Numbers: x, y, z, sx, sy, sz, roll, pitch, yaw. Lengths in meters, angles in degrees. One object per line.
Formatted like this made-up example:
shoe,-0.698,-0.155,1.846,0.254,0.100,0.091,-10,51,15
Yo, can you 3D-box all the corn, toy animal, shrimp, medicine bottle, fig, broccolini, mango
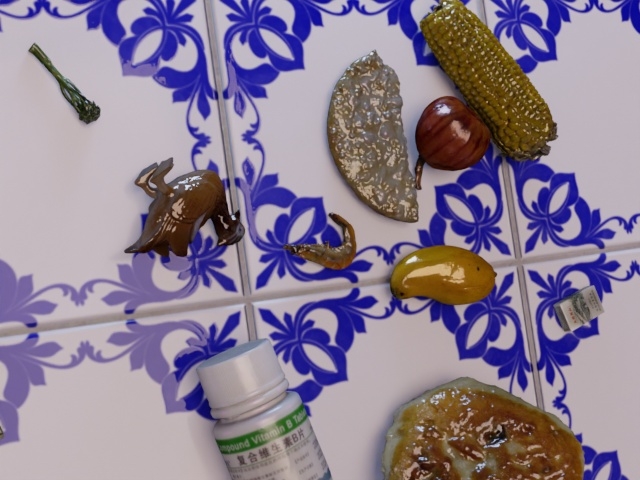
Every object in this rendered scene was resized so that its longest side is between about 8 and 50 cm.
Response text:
corn,0.287,-0.269,1.615,0.115,0.115,0.318,-42,101,-22
toy animal,-0.200,-0.025,1.394,0.179,0.089,0.188,49,62,-27
shrimp,0.000,0.000,1.503,0.127,0.025,0.091,3,83,-27
medicine bottle,-0.082,0.269,1.378,0.139,0.139,0.237,-21,93,-24
fig,0.212,-0.163,1.573,0.128,0.150,0.128,8,49,-9
broccolini,-0.364,-0.226,1.366,0.030,0.035,0.140,-43,100,-25
mango,0.201,0.056,1.559,0.190,0.075,0.098,1,78,-17

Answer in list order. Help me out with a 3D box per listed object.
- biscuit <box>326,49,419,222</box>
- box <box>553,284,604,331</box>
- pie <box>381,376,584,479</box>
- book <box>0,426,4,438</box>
biscuit,0.076,-0.165,1.547,0.141,0.038,0.289,-6,85,-23
box,0.455,0.119,1.687,0.083,0.024,0.054,-25,96,-24
pie,0.240,0.348,1.454,0.315,0.092,0.315,-1,58,1
book,-0.556,0.165,1.244,0.201,0.026,0.289,-23,94,-22
